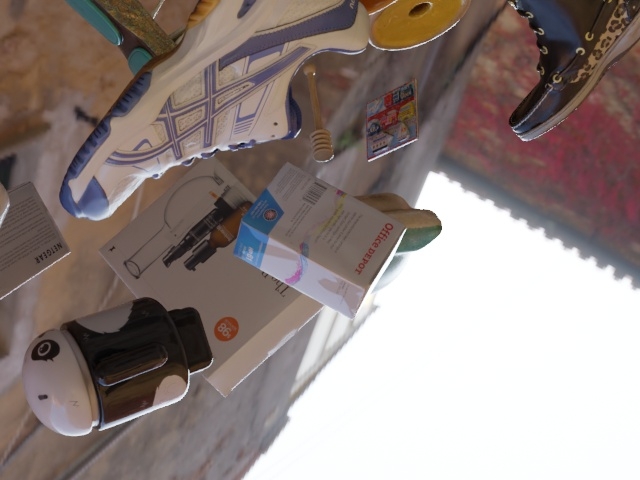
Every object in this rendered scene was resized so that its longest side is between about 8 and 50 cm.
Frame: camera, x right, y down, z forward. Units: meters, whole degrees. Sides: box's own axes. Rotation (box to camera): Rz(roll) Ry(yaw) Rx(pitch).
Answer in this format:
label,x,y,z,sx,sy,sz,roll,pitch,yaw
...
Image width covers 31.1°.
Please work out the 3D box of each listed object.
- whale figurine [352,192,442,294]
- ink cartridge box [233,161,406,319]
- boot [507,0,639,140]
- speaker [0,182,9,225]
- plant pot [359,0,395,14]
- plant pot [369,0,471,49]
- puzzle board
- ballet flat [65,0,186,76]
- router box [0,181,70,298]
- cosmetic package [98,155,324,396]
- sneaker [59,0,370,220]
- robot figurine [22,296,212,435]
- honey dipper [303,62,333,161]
label,x,y,z,sx,sy,sz,roll,pitch,yaw
whale figurine,0.066,0.010,1.547,0.216,0.141,0.272,-7,-176,-22
ink cartridge box,0.000,0.000,0.995,0.122,0.052,0.088,28,-131,9
boot,0.253,-0.244,1.328,0.179,0.236,0.085,33,-148,-13
speaker,-0.241,0.013,0.722,0.055,0.055,0.136,16,-138,-6
plant pot,0.003,-0.350,1.113,0.205,0.205,0.188,-16,-132,-41
plant pot,0.098,-0.415,1.651,0.254,0.254,0.239,-7,-116,-34
puzzle board,0.108,-0.185,1.776,0.011,0.128,0.096,10,-107,-32
ballet flat,-0.244,-0.294,1.630,0.348,0.123,0.123,49,-146,-8
router box,-0.426,0.082,1.010,0.082,0.301,0.335,62,-158,-9
cosmetic package,-0.187,0.053,2.084,0.284,0.097,0.377,-43,-123,-5
sneaker,-0.085,-0.102,0.914,0.131,0.296,0.112,40,-159,-16
robot figurine,-0.308,0.184,1.733,0.278,0.209,0.173,-18,-126,-27
honey dipper,-0.006,-0.184,1.613,0.030,0.030,0.160,5,-121,-22
